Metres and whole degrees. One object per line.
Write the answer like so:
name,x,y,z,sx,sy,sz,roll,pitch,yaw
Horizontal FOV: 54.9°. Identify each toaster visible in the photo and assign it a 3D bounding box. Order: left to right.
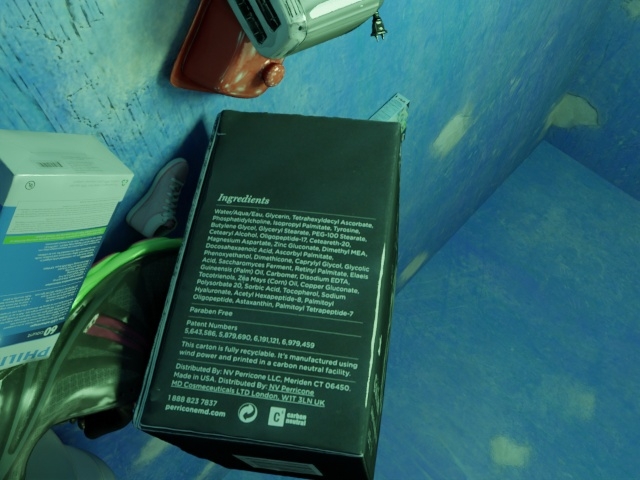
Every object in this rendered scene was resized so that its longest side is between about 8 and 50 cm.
toaster,-0.029,-0.316,0.733,0.146,0.227,0.129,-33,-169,-26

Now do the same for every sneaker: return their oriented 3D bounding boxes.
sneaker,-0.315,0.156,0.861,0.185,0.202,0.483,-28,-168,44
sneaker,-0.234,-0.058,0.949,0.134,0.070,0.051,-51,157,0

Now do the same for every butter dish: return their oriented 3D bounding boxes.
butter dish,-0.097,-0.249,0.829,0.160,0.118,0.160,-13,139,-59

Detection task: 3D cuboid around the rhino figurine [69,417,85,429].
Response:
rhino figurine,-0.406,0.255,1.136,0.106,0.073,0.243,-26,148,-42

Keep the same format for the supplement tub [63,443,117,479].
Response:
supplement tub,-0.503,0.551,1.205,0.241,0.241,0.331,-39,158,-30

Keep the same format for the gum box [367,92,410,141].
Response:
gum box,0.134,-0.240,1.471,0.184,0.041,0.157,-44,159,-16

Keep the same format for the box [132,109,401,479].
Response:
box,-0.032,0.124,1.013,0.480,0.297,0.472,77,19,-64

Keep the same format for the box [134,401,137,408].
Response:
box,-0.254,0.219,1.293,0.242,0.076,0.307,-54,174,9

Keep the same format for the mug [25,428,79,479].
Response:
mug,-0.567,0.383,0.788,0.328,0.276,0.374,-45,131,7

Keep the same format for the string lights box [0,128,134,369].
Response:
string lights box,-0.306,0.020,0.619,0.260,0.077,0.133,-57,158,21
